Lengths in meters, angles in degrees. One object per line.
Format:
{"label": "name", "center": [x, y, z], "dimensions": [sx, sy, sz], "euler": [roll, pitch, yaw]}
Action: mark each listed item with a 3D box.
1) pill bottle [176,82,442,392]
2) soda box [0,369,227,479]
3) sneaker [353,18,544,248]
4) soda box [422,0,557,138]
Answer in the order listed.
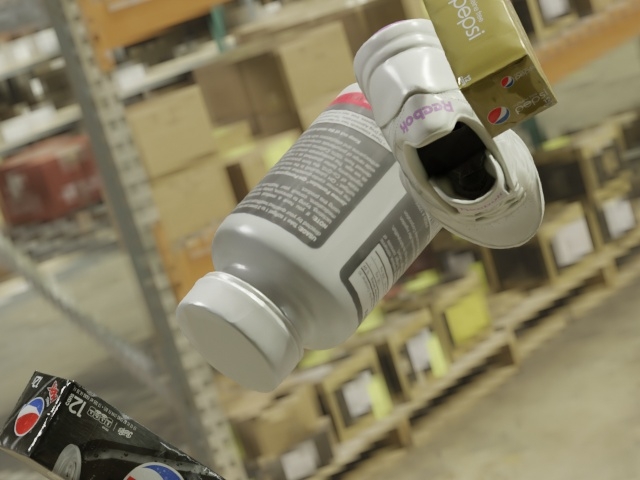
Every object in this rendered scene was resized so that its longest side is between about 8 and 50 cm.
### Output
{"label": "pill bottle", "center": [0.000, 0.000, 2.012], "dimensions": [0.318, 0.176, 0.176], "euler": [-49, 27, -25]}
{"label": "soda box", "center": [-0.110, 0.145, 1.183], "dimensions": [0.060, 0.169, 0.053], "euler": [5, 63, 59]}
{"label": "sneaker", "center": [0.120, -0.055, 1.690], "dimensions": [0.114, 0.305, 0.152], "euler": [-29, 52, 11]}
{"label": "soda box", "center": [0.118, -0.165, 1.480], "dimensions": [0.058, 0.061, 0.181], "euler": [-29, 45, 11]}
